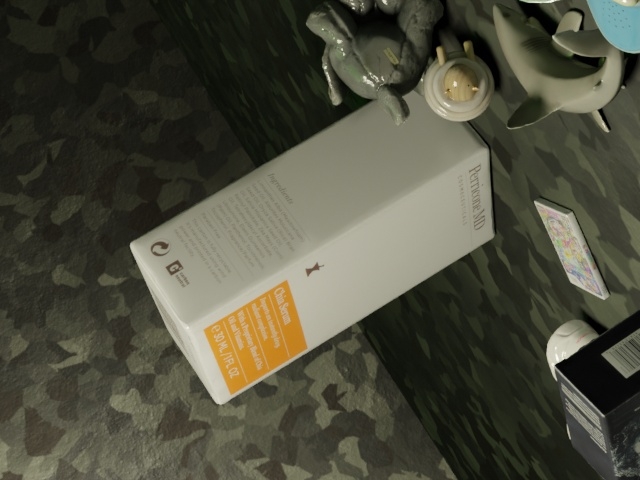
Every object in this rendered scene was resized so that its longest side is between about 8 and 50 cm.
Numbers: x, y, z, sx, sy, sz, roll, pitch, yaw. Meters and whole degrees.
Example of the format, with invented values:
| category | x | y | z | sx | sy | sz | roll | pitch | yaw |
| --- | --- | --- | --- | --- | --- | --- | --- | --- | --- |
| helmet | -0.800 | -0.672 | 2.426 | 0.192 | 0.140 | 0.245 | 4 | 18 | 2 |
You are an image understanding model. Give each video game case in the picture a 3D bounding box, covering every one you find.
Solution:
| category | x | y | z | sx | sy | sz | roll | pitch | yaw |
| --- | --- | --- | --- | --- | --- | --- | --- | --- | --- |
| video game case | 0.304 | 0.009 | 1.865 | 0.122 | 0.011 | 0.087 | 62 | 169 | -21 |

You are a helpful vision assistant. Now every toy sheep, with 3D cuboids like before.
| category | x | y | z | sx | sy | sz | roll | pitch | yaw |
| --- | --- | --- | --- | --- | --- | --- | --- | --- | --- |
| toy sheep | 0.162 | -0.182 | 1.801 | 0.091 | 0.091 | 0.132 | 58 | -176 | 6 |

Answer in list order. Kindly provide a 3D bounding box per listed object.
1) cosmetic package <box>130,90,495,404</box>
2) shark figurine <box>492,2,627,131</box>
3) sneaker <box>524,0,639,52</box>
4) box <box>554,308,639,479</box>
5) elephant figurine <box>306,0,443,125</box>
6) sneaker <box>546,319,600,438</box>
| category | x | y | z | sx | sy | sz | roll | pitch | yaw |
| --- | --- | --- | --- | --- | --- | --- | --- | --- | --- |
| cosmetic package | 0.000 | 0.000 | 2.041 | 0.161 | 0.453 | 0.230 | 53 | 169 | 30 |
| shark figurine | 0.229 | -0.149 | 1.484 | 0.166 | 0.116 | 0.278 | 59 | 172 | -11 |
| sneaker | 0.190 | -0.216 | 1.143 | 0.127 | 0.208 | 0.319 | 26 | 153 | 31 |
| box | 0.352 | 0.168 | 1.683 | 0.093 | 0.156 | 0.158 | 48 | 166 | 42 |
| elephant figurine | 0.072 | -0.240 | 1.906 | 0.169 | 0.186 | 0.239 | 32 | 174 | 4 |
| sneaker | 0.366 | 0.216 | 1.960 | 0.232 | 0.090 | 0.115 | 62 | 166 | -22 |
